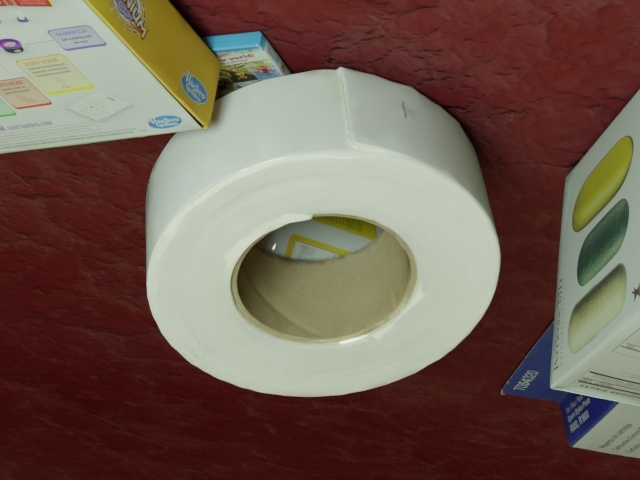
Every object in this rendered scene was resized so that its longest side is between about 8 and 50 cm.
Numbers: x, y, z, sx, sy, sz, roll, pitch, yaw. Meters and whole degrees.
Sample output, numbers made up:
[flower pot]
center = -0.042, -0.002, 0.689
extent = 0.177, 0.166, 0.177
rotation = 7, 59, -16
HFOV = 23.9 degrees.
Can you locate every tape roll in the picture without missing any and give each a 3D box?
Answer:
[tape roll]
center = 0.000, 0.000, 1.227
extent = 0.286, 0.100, 0.286
rotation = -3, 134, -3

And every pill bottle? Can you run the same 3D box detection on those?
[pill bottle]
center = -0.021, 0.009, 1.377
extent = 0.184, 0.103, 0.103
rotation = 19, 154, -22

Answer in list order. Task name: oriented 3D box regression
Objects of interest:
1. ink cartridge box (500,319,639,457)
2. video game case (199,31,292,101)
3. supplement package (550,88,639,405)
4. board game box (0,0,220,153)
[ink cartridge box]
center = 0.391, 0.171, 1.662
extent = 0.330, 0.071, 0.324
rotation = 8, 157, -3
[video game case]
center = -0.070, -0.114, 1.224
extent = 0.119, 0.015, 0.166
rotation = -2, 154, 23
[supplement package]
center = 0.314, 0.003, 1.142
extent = 0.198, 0.199, 0.262
rotation = 11, 156, -7
[board game box]
center = -0.250, -0.173, 1.068
extent = 0.242, 0.064, 0.316
rotation = -4, 150, 25
